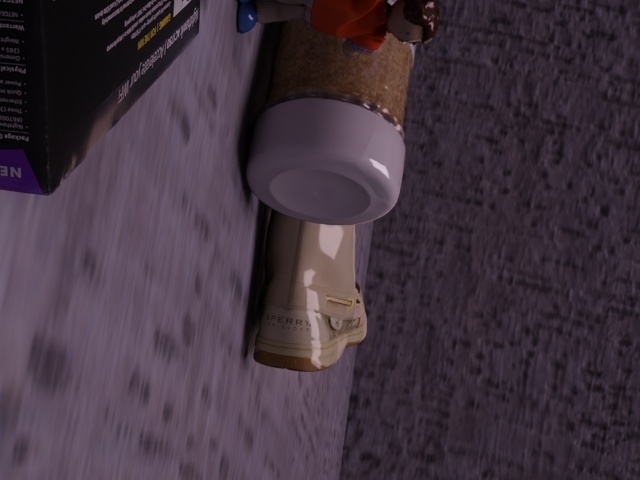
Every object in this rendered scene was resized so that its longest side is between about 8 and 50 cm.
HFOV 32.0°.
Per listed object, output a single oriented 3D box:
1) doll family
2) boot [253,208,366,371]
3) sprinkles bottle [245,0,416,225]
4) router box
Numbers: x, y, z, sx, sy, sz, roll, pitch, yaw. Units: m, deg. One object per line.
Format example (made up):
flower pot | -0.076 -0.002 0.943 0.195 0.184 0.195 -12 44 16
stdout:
doll family | 0.032 -0.234 0.705 0.263 0.163 0.118 88 11 -59
boot | 0.000 0.000 1.074 0.262 0.095 0.203 -32 129 -75
sprinkles bottle | 0.027 -0.192 0.931 0.121 0.121 0.355 86 12 -64
router box | -0.077 -0.110 0.359 0.179 0.046 0.133 -71 167 -64
